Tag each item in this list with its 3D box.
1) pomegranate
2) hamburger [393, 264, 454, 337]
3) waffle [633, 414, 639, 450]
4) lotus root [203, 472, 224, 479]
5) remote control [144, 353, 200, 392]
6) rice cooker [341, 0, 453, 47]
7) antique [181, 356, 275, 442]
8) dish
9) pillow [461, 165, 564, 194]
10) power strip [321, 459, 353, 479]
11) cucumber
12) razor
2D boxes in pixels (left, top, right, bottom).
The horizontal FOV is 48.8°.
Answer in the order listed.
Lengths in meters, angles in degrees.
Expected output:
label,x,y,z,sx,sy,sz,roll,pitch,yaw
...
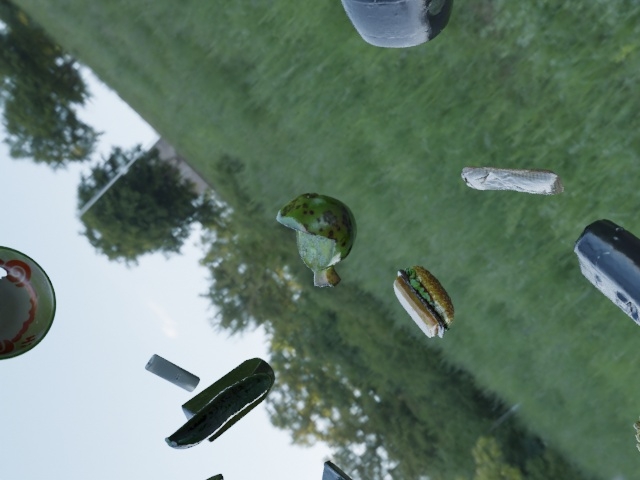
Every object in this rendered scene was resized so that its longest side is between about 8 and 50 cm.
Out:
label,x,y,z,sx,sy,sz,roll,pitch,yaw
pomegranate,0.009,-0.009,1.246,0.169,0.122,0.143,58,156,-17
hamburger,0.233,0.129,1.539,0.166,0.087,0.137,54,174,23
waffle,0.765,0.409,1.524,0.191,0.191,0.038,45,177,-11
lotus root,-0.211,0.683,1.622,0.314,0.142,0.210,-5,101,63
remote control,-0.393,0.360,1.896,0.027,0.050,0.184,22,166,46
rice cooker,0.156,-0.550,1.443,0.267,0.267,0.224,55,179,33
antique,-0.201,0.356,1.620,0.080,0.221,0.081,14,130,49
dish,-0.916,0.184,1.958,0.324,0.124,0.324,19,-121,-35
pillow,0.415,-0.129,1.526,0.211,0.034,0.135,6,170,28
power strip,0.061,0.684,1.775,0.198,0.213,0.064,30,-135,31
cucumber,-0.180,0.308,1.279,0.056,0.056,0.284,49,-147,10
razor,0.588,0.108,1.238,0.327,0.107,0.189,58,-172,35
